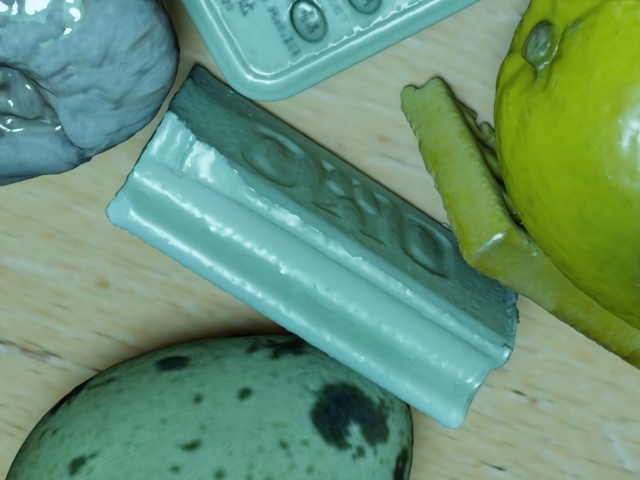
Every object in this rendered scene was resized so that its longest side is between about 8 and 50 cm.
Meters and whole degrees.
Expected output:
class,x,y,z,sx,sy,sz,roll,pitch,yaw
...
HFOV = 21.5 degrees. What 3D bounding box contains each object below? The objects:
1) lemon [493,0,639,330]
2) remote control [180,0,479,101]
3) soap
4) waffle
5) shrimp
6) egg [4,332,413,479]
class,x,y,z,sx,sy,sz,roll,pitch,yaw
lemon,0.172,-0.043,0.772,0.207,0.170,0.170,38,110,-24
remote control,0.082,-0.188,0.774,0.335,0.065,0.128,-26,105,13
soap,0.000,0.000,0.828,0.198,0.114,0.063,31,109,-9
waffle,0.121,0.000,0.874,0.032,0.125,0.191,-39,137,19
shrimp,-0.222,-0.066,0.794,0.343,0.145,0.116,-14,70,26
egg,-0.055,0.136,0.852,0.228,0.177,0.177,-30,106,1
